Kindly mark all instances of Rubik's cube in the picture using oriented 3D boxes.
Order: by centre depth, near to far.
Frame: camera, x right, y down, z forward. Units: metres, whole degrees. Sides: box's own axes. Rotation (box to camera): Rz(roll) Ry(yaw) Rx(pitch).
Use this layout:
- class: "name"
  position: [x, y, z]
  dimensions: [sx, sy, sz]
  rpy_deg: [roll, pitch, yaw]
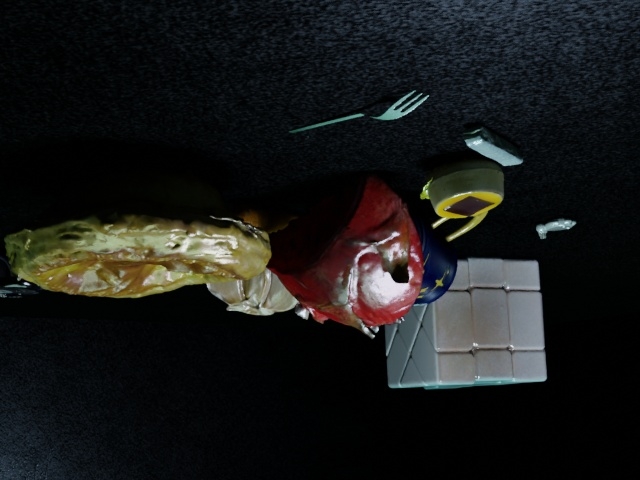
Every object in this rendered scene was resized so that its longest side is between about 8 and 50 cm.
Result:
- class: "Rubik's cube"
  position: [0.367, 0.221, 2.657]
  dimensions: [0.315, 0.319, 0.322]
  rpy_deg: [1, 170, -19]

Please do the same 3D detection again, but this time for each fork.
- class: "fork"
  position: [0.045, -0.161, 1.378]
  dimensions: [0.235, 0.021, 0.039]
  rpy_deg: [-12, 162, 42]

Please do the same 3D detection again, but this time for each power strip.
- class: "power strip"
  position: [0.490, -0.026, 2.130]
  dimensions: [0.083, 0.035, 0.055]
  rpy_deg: [-13, 165, 37]

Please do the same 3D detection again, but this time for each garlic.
- class: "garlic"
  position: [-0.133, 0.064, 2.278]
  dimensions: [0.229, 0.178, 0.143]
  rpy_deg: [14, -156, 10]

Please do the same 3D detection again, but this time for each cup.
- class: "cup"
  position: [0.174, -0.014, 1.949]
  dimensions: [0.178, 0.255, 0.256]
  rpy_deg: [35, 180, 22]

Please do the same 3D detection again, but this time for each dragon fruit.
- class: "dragon fruit"
  position: [0.050, 0.057, 1.786]
  dimensions: [0.282, 0.100, 0.343]
  rpy_deg: [46, 131, -12]

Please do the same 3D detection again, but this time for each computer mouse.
- class: "computer mouse"
  position: [-0.739, 0.075, 2.333]
  dimensions: [0.233, 0.096, 0.137]
  rpy_deg: [1, 165, 8]

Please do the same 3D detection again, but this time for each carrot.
- class: "carrot"
  position: [-0.079, -0.036, 1.940]
  dimensions: [0.061, 0.061, 0.256]
  rpy_deg: [-12, 170, 43]

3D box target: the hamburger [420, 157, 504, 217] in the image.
- class: "hamburger"
  position: [0.227, -0.088, 1.642]
  dimensions: [0.126, 0.081, 0.141]
  rpy_deg: [2, 157, -29]

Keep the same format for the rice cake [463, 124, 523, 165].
- class: "rice cake"
  position: [0.257, -0.138, 1.513]
  dimensions: [0.033, 0.029, 0.170]
  rpy_deg: [-15, 165, 29]

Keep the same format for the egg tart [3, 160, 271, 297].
- class: "egg tart"
  position: [-0.297, -0.018, 1.679]
  dimensions: [0.443, 0.178, 0.443]
  rpy_deg: [-2, 167, 0]
